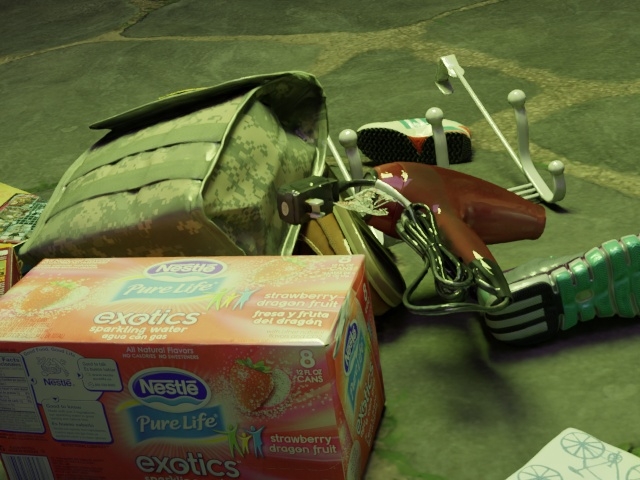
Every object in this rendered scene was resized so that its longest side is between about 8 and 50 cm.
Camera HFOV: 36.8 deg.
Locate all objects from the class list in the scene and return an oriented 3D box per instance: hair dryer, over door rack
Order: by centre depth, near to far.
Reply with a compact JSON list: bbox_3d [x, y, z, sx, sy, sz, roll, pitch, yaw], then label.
[{"bbox_3d":[0.116,0.002,0.896,0.223,0.080,0.293,37,34,28],"label":"hair dryer"},{"bbox_3d":[0.121,-0.138,1.190,0.239,0.108,0.324,-14,41,-14],"label":"over door rack"}]

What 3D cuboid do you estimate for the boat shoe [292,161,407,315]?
[{"bbox_3d":[0.000,0.000,1.045,0.104,0.110,0.307,-36,32,5],"label":"boat shoe"}]

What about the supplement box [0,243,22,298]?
[{"bbox_3d":[-0.360,0.083,0.992,0.104,0.080,0.188,-14,26,-11],"label":"supplement box"}]

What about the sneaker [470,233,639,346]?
[{"bbox_3d":[0.253,0.029,0.909,0.224,0.083,0.098,-12,21,-5],"label":"sneaker"}]

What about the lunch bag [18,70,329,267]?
[{"bbox_3d":[-0.135,-0.066,1.002,0.235,0.169,0.287,-11,41,29],"label":"lunch bag"}]

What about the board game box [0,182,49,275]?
[{"bbox_3d":[-0.433,-0.010,1.255,0.165,0.042,0.243,-30,32,-36],"label":"board game box"}]

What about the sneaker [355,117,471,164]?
[{"bbox_3d":[0.131,-0.141,1.332,0.161,0.057,0.075,2,25,14],"label":"sneaker"}]

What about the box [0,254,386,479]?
[{"bbox_3d":[-0.111,0.106,0.781,0.300,0.154,0.142,-2,27,17],"label":"box"}]

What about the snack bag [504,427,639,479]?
[{"bbox_3d":[0.171,0.249,0.529,0.342,0.037,0.323,-27,31,-33],"label":"snack bag"}]
